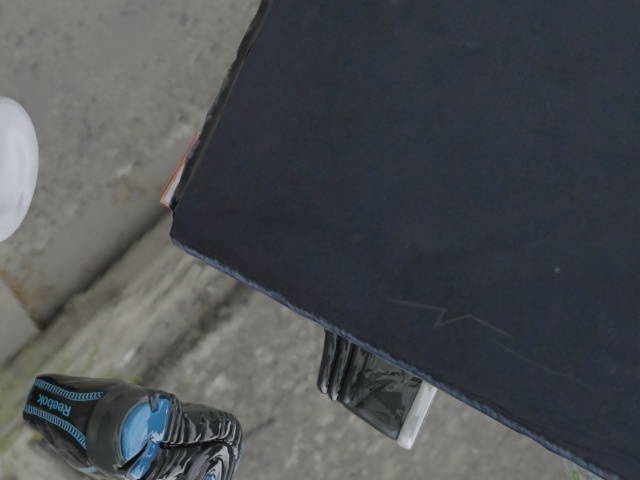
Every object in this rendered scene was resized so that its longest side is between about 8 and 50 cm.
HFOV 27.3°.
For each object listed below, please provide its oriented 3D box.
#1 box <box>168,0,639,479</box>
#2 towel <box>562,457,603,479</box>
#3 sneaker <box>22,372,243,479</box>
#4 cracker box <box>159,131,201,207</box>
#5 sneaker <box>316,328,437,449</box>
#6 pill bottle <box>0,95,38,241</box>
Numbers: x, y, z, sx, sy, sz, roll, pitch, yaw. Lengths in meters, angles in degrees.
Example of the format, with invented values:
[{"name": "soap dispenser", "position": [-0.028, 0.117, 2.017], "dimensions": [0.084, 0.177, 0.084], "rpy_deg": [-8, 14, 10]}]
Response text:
[{"name": "box", "position": [0.286, 0.006, 0.575], "dimensions": [0.472, 0.480, 0.297], "rpy_deg": [19, 95, -53]}, {"name": "towel", "position": [0.508, 0.353, 1.706], "dimensions": [0.375, 0.320, 0.090], "rpy_deg": [-21, 163, 35]}, {"name": "sneaker", "position": [-0.183, 0.207, 1.382], "dimensions": [0.125, 0.140, 0.341], "rpy_deg": [-67, 157, -17]}, {"name": "cracker box", "position": [0.000, 0.000, 1.046], "dimensions": [0.067, 0.232, 0.156], "rpy_deg": [-59, 175, 5]}, {"name": "sneaker", "position": [0.089, 0.066, 1.451], "dimensions": [0.104, 0.147, 0.295], "rpy_deg": [62, 50, -79]}, {"name": "pill bottle", "position": [-0.468, -0.091, 1.435], "dimensions": [0.160, 0.283, 0.160], "rpy_deg": [8, 90, -74]}]
